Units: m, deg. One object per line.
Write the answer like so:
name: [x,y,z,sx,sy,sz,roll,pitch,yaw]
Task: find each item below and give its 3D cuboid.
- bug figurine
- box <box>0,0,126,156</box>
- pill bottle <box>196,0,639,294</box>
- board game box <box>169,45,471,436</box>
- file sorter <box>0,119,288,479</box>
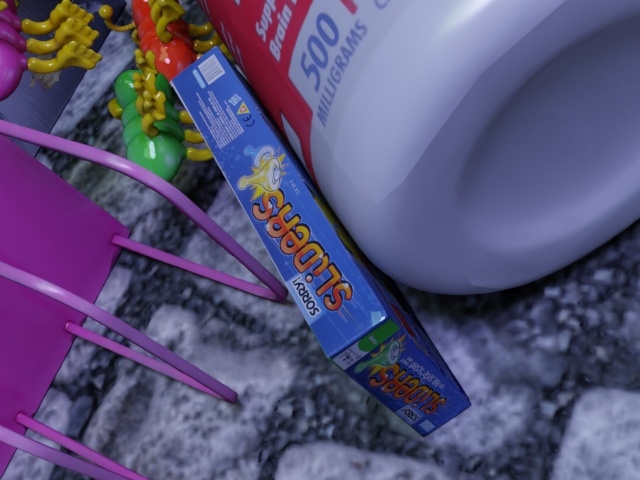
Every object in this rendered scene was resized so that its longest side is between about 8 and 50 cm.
bug figurine: [-0.156,-0.141,0.611,0.072,0.279,0.216,-35,50,23]
box: [-0.263,-0.137,0.713,0.056,0.183,0.231,19,75,34]
pill bottle: [0.032,-0.185,0.561,0.229,0.229,0.407,-37,55,6]
board game box: [0.000,0.000,0.540,0.035,0.136,0.201,-36,54,6]
file sorter: [-0.174,0.098,0.539,0.182,0.202,0.290,18,74,31]
